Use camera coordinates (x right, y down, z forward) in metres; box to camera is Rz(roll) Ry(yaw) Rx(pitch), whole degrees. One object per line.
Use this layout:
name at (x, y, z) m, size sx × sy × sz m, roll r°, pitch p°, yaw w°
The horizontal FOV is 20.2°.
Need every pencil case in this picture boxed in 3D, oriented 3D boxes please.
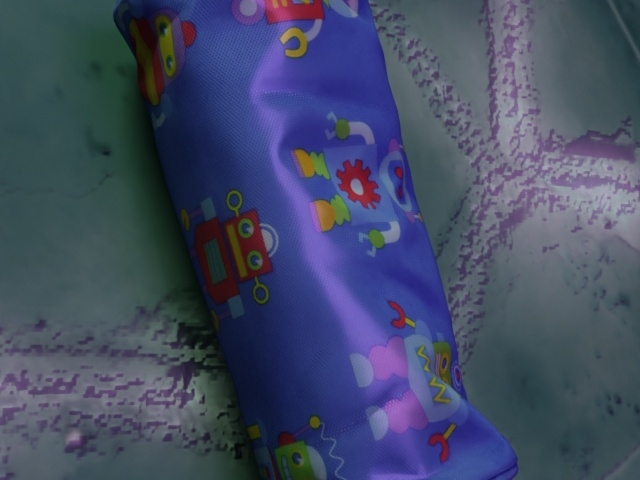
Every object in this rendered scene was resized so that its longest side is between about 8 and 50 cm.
pencil case at (0.000, 0.000, 0.872) m, size 0.133 × 0.119 × 0.306 m, roll -12°, pitch 81°, yaw -44°
